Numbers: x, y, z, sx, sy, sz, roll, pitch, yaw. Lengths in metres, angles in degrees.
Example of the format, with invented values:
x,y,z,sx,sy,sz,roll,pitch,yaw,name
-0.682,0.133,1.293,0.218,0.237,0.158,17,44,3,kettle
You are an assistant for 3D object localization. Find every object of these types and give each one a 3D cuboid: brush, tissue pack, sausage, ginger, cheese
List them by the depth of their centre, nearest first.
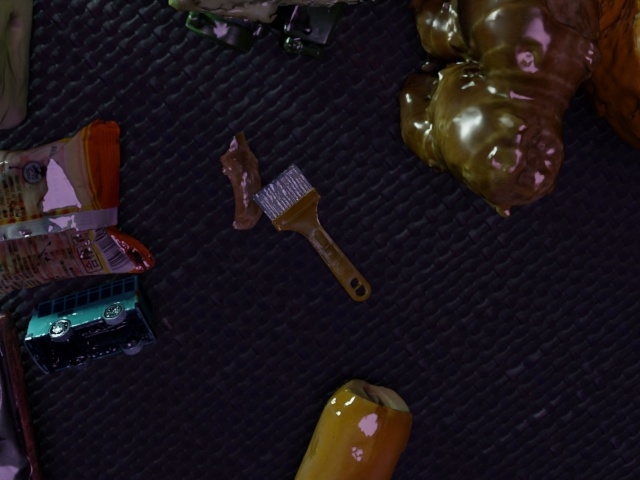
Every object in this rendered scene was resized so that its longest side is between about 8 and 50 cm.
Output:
x,y,z,sx,sy,sz,roll,pitch,yaw,name
-0.471,-0.285,0.973,0.251,0.173,0.248,18,101,-1,cheese
0.213,-0.223,0.977,0.152,0.274,0.358,6,104,-24,ginger
-0.103,-0.082,1.092,0.044,0.057,0.137,7,116,40,ginger
-0.515,0.264,1.097,0.244,0.123,0.333,-5,101,1,tissue pack
0.000,0.000,1.116,0.082,0.010,0.218,-42,104,-18,brush
0.020,0.373,1.149,0.134,0.116,0.354,16,103,-20,sausage

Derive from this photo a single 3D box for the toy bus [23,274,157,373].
x,y,z,sx,sy,sz,roll,pitch,yaw,name
-0.311,0.113,1.092,0.160,0.092,0.079,-17,130,0,toy bus

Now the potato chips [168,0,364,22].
x,y,z,sx,sy,sz,roll,pitch,yaw,name
-0.039,-0.422,0.854,0.429,0.070,0.359,-13,113,-8,potato chips

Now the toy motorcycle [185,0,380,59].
x,y,z,sx,sy,sz,roll,pitch,yaw,name
-0.033,-0.315,1.005,0.275,0.127,0.205,21,104,-10,toy motorcycle

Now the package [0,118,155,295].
x,y,z,sx,sy,sz,roll,pitch,yaw,name
-0.381,-0.037,1.055,0.288,0.108,0.223,-12,100,2,package

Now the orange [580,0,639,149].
x,y,z,sx,sy,sz,roll,pitch,yaw,name
0.474,-0.249,0.942,0.293,0.340,0.341,15,100,-15,orange
